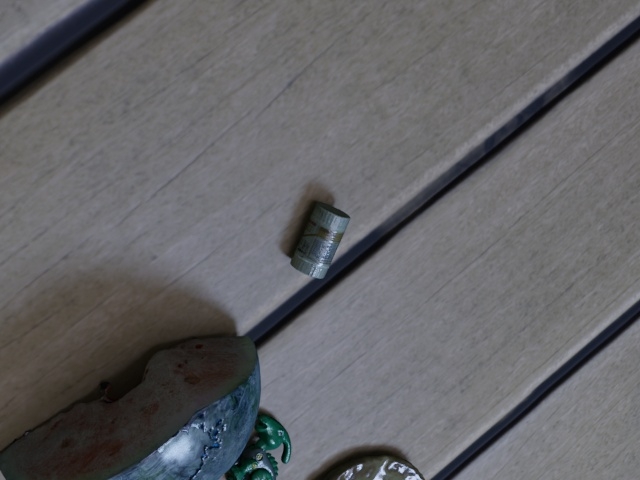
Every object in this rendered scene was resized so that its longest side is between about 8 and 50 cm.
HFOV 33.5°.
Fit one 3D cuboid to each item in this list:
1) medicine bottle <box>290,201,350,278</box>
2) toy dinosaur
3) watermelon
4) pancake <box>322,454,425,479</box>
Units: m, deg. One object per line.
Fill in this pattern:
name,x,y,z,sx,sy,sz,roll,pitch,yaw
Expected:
medicine bottle,0.000,0.000,1.293,0.047,0.047,0.083,16,105,-34
toy dinosaur,-0.074,0.295,1.392,0.096,0.059,0.132,-33,117,-19
watermelon,-0.182,0.254,1.225,0.322,0.188,0.175,-32,121,-5
pancake,0.062,0.411,1.532,0.222,0.042,0.236,-34,122,-6
